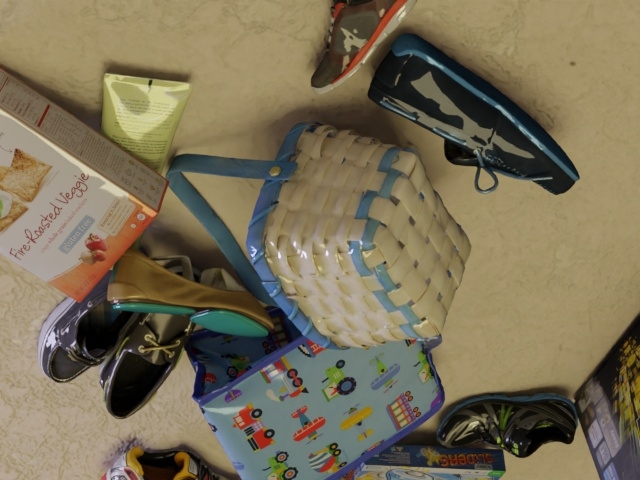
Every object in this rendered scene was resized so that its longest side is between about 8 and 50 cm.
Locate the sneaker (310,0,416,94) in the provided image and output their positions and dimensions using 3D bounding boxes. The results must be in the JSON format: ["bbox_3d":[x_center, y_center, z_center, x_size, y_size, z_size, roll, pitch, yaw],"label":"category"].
[{"bbox_3d":[0.032,-0.214,1.463,0.065,0.061,0.158,40,120,-7],"label":"sneaker"}]

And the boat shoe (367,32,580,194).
[{"bbox_3d":[0.158,-0.120,1.544,0.258,0.109,0.089,35,108,-18],"label":"boat shoe"}]

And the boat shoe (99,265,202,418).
[{"bbox_3d":[-0.197,0.124,1.736,0.081,0.068,0.227,15,130,-24],"label":"boat shoe"}]

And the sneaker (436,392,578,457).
[{"bbox_3d":[0.247,0.249,1.933,0.188,0.078,0.067,-6,137,5],"label":"sneaker"}]

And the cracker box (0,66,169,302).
[{"bbox_3d":[-0.295,-0.059,1.497,0.232,0.067,0.156,34,122,-16],"label":"cracker box"}]

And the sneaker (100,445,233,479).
[{"bbox_3d":[-0.172,0.331,1.936,0.225,0.088,0.092,15,129,-24],"label":"sneaker"}]

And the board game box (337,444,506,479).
[{"bbox_3d":[0.135,0.323,2.001,0.201,0.035,0.136,4,147,-14],"label":"board game box"}]

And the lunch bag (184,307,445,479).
[{"bbox_3d":[0.013,0.172,1.783,0.293,0.138,0.221,-25,124,2],"label":"lunch bag"}]

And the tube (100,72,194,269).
[{"bbox_3d":[-0.202,-0.075,1.550,0.070,0.062,0.240,-33,151,-45],"label":"tube"}]

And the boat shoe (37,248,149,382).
[{"bbox_3d":[-0.262,0.105,1.700,0.080,0.076,0.228,24,126,-29],"label":"boat shoe"}]

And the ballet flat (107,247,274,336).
[{"bbox_3d":[-0.136,0.056,1.632,0.080,0.073,0.232,-10,161,40],"label":"ballet flat"}]

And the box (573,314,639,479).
[{"bbox_3d":[0.465,0.250,1.752,0.097,0.395,0.318,9,133,-21],"label":"box"}]

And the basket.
[{"bbox_3d":[0.000,0.000,1.577,0.289,0.201,0.254,1,145,30],"label":"basket"}]
